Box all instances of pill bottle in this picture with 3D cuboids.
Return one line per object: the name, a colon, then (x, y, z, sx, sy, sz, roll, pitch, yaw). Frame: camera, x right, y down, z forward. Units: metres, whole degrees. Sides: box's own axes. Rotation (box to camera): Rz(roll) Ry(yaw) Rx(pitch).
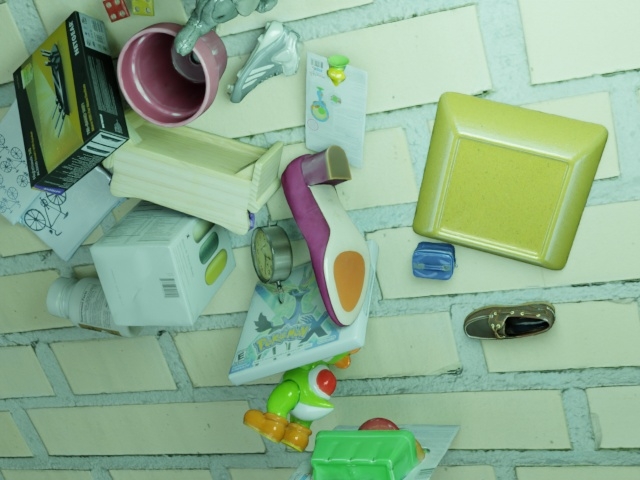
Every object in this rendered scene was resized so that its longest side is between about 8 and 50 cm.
pill bottle: (-0.560, 0.161, 2.115, 0.229, 0.131, 0.131, 10, 120, 14)

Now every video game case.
video game case: (-0.034, 0.154, 1.832, 0.329, 0.300, 0.036, -22, 124, 28)

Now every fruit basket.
fruit basket: (0.132, 0.497, 1.936, 0.327, 0.353, 0.165, -5, 91, 21)

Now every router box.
router box: (-0.534, -0.288, 1.783, 0.243, 0.081, 0.309, -32, 63, 30)

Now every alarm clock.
alarm clock: (-0.103, 0.049, 1.885, 0.129, 0.064, 0.192, 142, 119, -61)

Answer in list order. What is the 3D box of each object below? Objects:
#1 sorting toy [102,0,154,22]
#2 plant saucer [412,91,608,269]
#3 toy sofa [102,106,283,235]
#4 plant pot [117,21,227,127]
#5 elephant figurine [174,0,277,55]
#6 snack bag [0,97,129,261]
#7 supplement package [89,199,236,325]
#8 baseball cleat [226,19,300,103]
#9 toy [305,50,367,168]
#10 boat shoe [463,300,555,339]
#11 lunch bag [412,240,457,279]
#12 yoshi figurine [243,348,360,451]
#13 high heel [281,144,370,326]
sorting toy: (-0.417, -0.579, 1.707, 0.132, 0.046, 0.274, -13, 112, 25)
plant saucer: (0.363, -0.100, 1.685, 0.332, 0.081, 0.333, 15, 122, 11)
toy sofa: (-0.274, -0.159, 1.826, 0.362, 0.150, 0.177, 17, 119, 9)
plant pot: (-0.281, -0.353, 1.705, 0.201, 0.180, 0.201, 9, 121, 15)
elephant figurine: (-0.170, -0.469, 1.567, 0.169, 0.239, 0.186, -1, 117, 20)
snack bag: (-0.672, -0.133, 2.048, 0.342, 0.037, 0.323, 44, 122, -8)
supplement package: (-0.344, 0.039, 1.894, 0.198, 0.263, 0.199, -2, 117, 19)
baseball cleat: (-0.110, -0.344, 1.718, 0.109, 0.072, 0.206, 31, 127, -7)
toy: (0.040, -0.270, 1.705, 0.137, 0.056, 0.237, 23, 142, 21)
boat shoe: (0.405, 0.179, 1.829, 0.207, 0.073, 0.073, -16, 112, 27)
lunch bag: (0.247, 0.047, 1.813, 0.098, 0.065, 0.067, 4, 119, 18)
yoshi figurine: (-0.047, 0.281, 1.935, 0.203, 0.203, 0.362, 29, 80, -5)
high heel: (0.000, 0.000, 1.753, 0.181, 0.127, 0.377, -20, 67, 50)
